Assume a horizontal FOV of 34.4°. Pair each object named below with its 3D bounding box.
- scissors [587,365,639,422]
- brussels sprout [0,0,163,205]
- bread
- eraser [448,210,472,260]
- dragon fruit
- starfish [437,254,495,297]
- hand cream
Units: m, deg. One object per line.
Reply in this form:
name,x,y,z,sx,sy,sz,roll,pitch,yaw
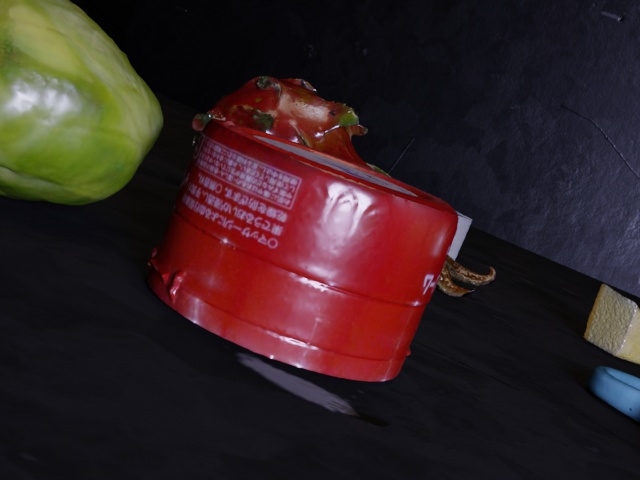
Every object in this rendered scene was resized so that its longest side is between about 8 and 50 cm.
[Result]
scissors,0.294,0.164,0.791,0.192,0.029,0.447,23,6,15
brussels sprout,-0.219,-0.112,0.789,0.223,0.161,0.223,20,14,-5
bread,0.410,0.116,1.327,0.109,0.080,0.084,16,10,-23
eraser,0.123,-0.031,1.527,0.046,0.092,0.212,17,9,-41
dragon fruit,-0.030,-0.099,1.329,0.269,0.198,0.200,42,43,11
starfish,0.113,0.012,1.320,0.238,0.057,0.213,27,1,35
hand cream,-0.011,0.003,0.706,0.193,0.125,0.193,20,9,-3
